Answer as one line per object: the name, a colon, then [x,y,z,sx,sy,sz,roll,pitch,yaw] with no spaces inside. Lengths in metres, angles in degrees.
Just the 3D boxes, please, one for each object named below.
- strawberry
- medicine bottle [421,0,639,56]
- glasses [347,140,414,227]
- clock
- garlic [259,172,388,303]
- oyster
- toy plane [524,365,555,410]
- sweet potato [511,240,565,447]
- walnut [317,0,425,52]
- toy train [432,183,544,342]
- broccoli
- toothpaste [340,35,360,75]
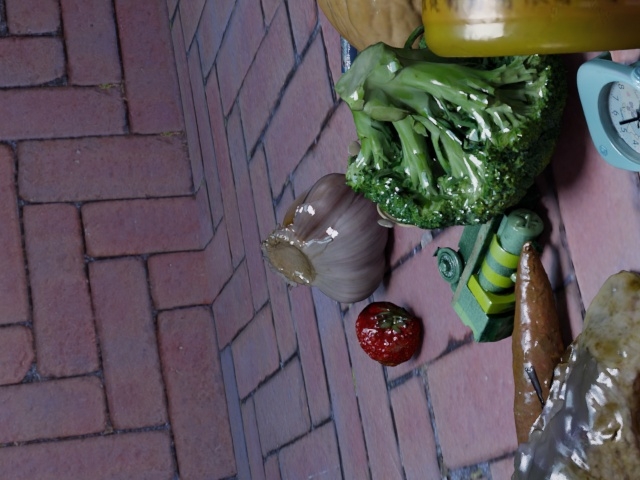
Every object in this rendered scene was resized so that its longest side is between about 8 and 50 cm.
strawberry: [0.099,0.143,1.756,0.106,0.106,0.106,174,90,-73]
medicine bottle: [0.198,-0.360,1.045,0.224,0.224,0.384,-153,59,-70]
glasses: [0.143,-0.142,1.626,0.220,0.088,0.190,-57,37,34]
clock: [0.298,-0.113,1.056,0.147,0.045,0.108,24,140,60]
garlic: [0.000,0.000,1.883,0.256,0.207,0.207,-174,79,-81]
oyster: [0.272,0.207,1.171,0.166,0.110,0.341,51,131,52]
toy plane: [0.270,0.194,1.274,0.037,0.060,0.145,-151,42,-70]
sweet potato: [0.249,0.154,1.316,0.072,0.066,0.314,7,104,39]
walnut: [0.095,-0.336,1.423,0.225,0.225,0.261,-137,39,-66]
toy train: [0.209,0.013,1.394,0.132,0.083,0.200,58,151,35]
broccoli: [0.139,-0.137,1.275,0.261,0.241,0.269,-59,23,7]
toothpaste: [0.048,-0.337,1.882,0.057,0.035,0.197,9,103,58]
